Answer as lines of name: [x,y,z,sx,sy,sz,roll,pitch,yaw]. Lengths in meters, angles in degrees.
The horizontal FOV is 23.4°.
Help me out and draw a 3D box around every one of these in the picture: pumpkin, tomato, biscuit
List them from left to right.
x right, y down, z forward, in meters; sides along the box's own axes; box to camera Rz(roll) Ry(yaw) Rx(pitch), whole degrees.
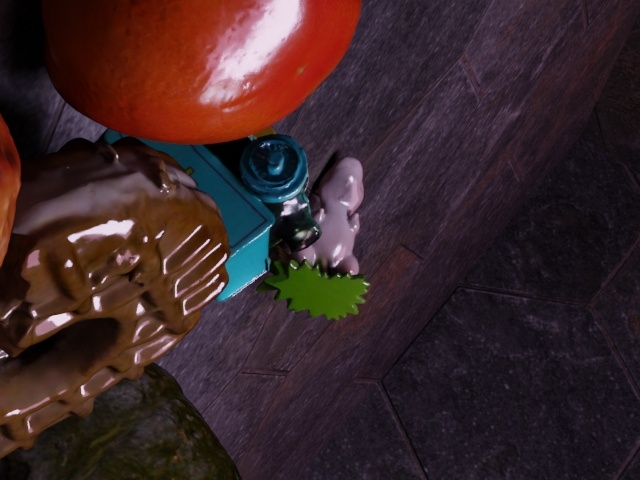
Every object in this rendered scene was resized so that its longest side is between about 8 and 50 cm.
biscuit: [-0.203,0.049,1.194,0.268,0.115,0.366,-19,159,-43]
pumpkin: [-0.227,0.251,1.556,0.256,0.225,0.303,-49,172,12]
tomato: [-0.079,-0.172,1.112,0.260,0.180,0.260,-43,159,-21]

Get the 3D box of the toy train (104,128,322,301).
toy train: [-0.096,-0.047,1.357,0.154,0.198,0.107,-37,161,-18]

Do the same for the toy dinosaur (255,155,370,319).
toy dinosaur: [-0.007,0.000,2.031,0.194,0.152,0.177,103,-4,-45]

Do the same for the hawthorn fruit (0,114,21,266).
hawthorn fruit: [-0.238,-0.081,0.921,0.165,0.165,0.285,25,84,-77]

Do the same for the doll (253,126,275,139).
doll: [-0.090,-0.069,1.604,0.084,0.073,0.127,-96,-152,-58]
